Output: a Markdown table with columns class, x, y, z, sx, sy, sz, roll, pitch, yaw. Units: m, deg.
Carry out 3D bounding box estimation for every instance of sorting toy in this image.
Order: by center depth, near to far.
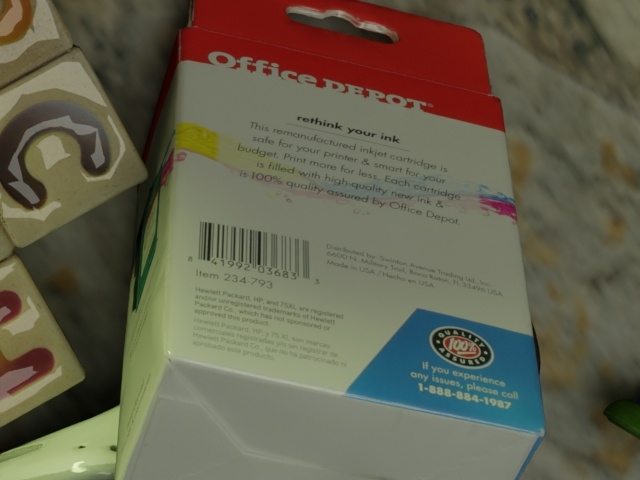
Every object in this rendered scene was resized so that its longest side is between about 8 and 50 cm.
| class | x | y | z | sx | sy | sz | roll | pitch | yaw |
| --- | --- | --- | --- | --- | --- | --- | --- | --- | --- |
| sorting toy | 0.169 | 0.080 | 0.862 | 0.102 | 0.061 | 0.042 | 30 | 91 | -45 |

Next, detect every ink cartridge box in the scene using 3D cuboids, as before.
| class | x | y | z | sx | sy | sz | roll | pitch | yaw |
| --- | --- | --- | --- | --- | --- | --- | --- | --- | --- |
| ink cartridge box | 0.000 | 0.000 | 0.724 | 0.134 | 0.231 | 0.078 | 12 | 130 | -12 |

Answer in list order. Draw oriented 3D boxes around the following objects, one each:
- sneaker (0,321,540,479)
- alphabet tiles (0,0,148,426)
| class | x | y | z | sx | sy | sz | roll | pitch | yaw |
| --- | --- | --- | --- | --- | --- | --- | --- | --- | --- |
| sneaker | -0.044 | 0.107 | 0.745 | 0.330 | 0.146 | 0.122 | -25 | 96 | -14 |
| alphabet tiles | -0.247 | -0.012 | 0.662 | 0.342 | 0.011 | 0.285 | -29 | 110 | -7 |
